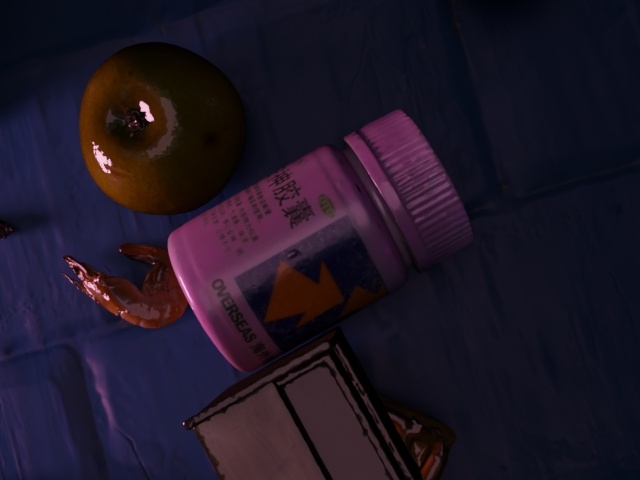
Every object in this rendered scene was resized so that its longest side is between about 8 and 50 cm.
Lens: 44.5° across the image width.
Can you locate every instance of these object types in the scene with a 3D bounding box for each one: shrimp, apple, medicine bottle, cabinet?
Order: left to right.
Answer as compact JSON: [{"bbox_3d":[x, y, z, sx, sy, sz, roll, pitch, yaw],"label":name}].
[{"bbox_3d":[-0.227,0.040,0.925,0.162,0.045,0.095,28,88,7],"label":"shrimp"},{"bbox_3d":[-0.179,-0.126,0.880,0.196,0.157,0.197,0,90,11],"label":"apple"},{"bbox_3d":[-0.008,0.194,0.721,0.148,0.215,0.175,-30,86,1],"label":"cabinet"},{"bbox_3d":[0.000,0.000,0.848,0.290,0.178,0.178,-29,85,1],"label":"medicine bottle"}]

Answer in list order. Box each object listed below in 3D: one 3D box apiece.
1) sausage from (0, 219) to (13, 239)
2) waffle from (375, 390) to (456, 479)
[{"bbox_3d":[-0.469,-0.007,0.951,0.198,0.025,0.029,-5,101,3],"label":"sausage"},{"bbox_3d":[-0.010,0.314,0.870,0.224,0.098,0.328,24,89,6],"label":"waffle"}]
